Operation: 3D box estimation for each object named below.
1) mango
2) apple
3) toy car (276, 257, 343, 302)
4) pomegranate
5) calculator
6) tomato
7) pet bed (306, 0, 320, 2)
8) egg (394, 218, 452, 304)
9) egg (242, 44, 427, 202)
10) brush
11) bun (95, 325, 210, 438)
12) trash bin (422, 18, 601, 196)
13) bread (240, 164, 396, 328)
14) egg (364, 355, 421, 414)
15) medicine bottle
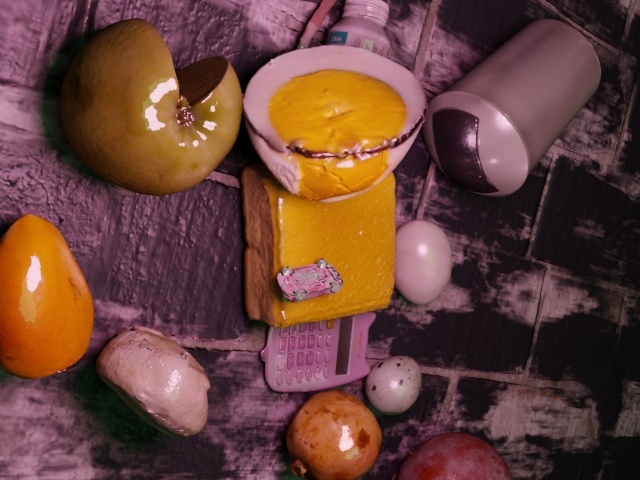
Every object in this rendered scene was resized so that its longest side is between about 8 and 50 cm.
[{"bbox_3d":[-0.466,0.088,1.197,0.187,0.138,0.257,-31,124,-41],"label":"mango"},{"bbox_3d":[-0.272,-0.217,1.206,0.291,0.254,0.292,-11,110,-32],"label":"apple"},{"bbox_3d":[-0.022,0.082,1.398,0.142,0.069,0.055,-11,143,-35],"label":"toy car"},{"bbox_3d":[0.027,0.444,1.595,0.215,0.215,0.215,-9,105,-35],"label":"pomegranate"},{"bbox_3d":[-0.008,0.238,1.638,0.294,0.043,0.194,0,101,-33],"label":"calculator"},{"bbox_3d":[0.334,0.642,1.839,0.316,0.282,0.317,-10,113,-24],"label":"tomato"},{"bbox_3d":[-0.077,-0.559,1.353,0.210,0.159,0.183,-1,126,-35],"label":"pet bed"},{"bbox_3d":[0.232,0.053,1.706,0.151,0.151,0.209,-23,116,-31],"label":"egg"},{"bbox_3d":[0.017,-0.197,1.350,0.337,0.337,0.201,-31,151,-28],"label":"egg"},{"bbox_3d":[-0.038,-0.383,1.463,0.084,0.071,0.301,38,76,-32],"label":"brush"},{"bbox_3d":[-0.289,0.246,1.313,0.141,0.239,0.239,-48,124,-21],"label":"bun"},{"bbox_3d":[0.441,-0.305,1.717,0.432,0.280,0.280,-43,122,-26],"label":"trash bin"},{"bbox_3d":[0.000,0.000,1.526,0.333,0.143,0.324,-5,101,-35],"label":"bread"},{"bbox_3d":[0.178,0.341,1.744,0.164,0.131,0.131,-27,115,-45],"label":"egg"},{"bbox_3d":[0.072,-0.384,1.503,0.135,0.135,0.215,12,92,-38],"label":"medicine bottle"}]
